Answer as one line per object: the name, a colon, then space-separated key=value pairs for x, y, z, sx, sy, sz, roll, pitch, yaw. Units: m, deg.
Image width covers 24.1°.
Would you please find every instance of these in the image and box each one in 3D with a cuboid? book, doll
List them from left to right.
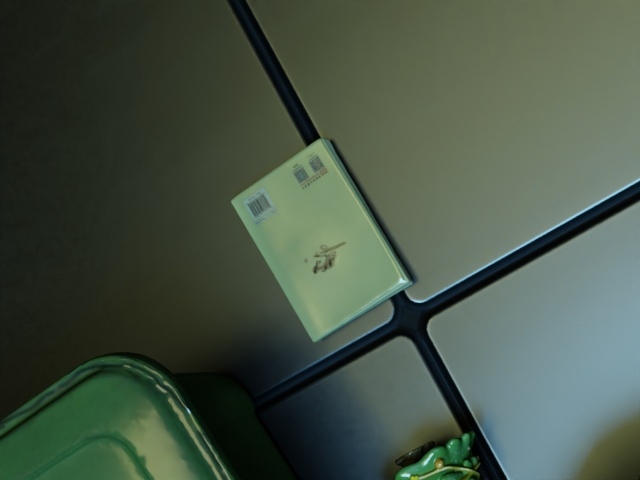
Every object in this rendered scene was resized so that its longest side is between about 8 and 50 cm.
book: x=0.000 y=0.000 z=0.968 sx=0.077 sy=0.014 sz=0.111 roll=-33 pitch=81 yaw=18
doll: x=0.072 y=0.181 z=0.917 sx=0.077 sy=0.078 sz=0.113 roll=-18 pitch=84 yaw=22

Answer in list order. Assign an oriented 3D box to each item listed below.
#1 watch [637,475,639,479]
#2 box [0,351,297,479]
watch: x=0.213 y=0.150 z=0.800 sx=0.162 sy=0.253 sz=0.241 roll=31 pitch=60 yaw=13
box: x=-0.093 y=0.252 z=0.927 sx=0.253 sy=0.178 sz=0.328 roll=-34 pitch=79 yaw=15
